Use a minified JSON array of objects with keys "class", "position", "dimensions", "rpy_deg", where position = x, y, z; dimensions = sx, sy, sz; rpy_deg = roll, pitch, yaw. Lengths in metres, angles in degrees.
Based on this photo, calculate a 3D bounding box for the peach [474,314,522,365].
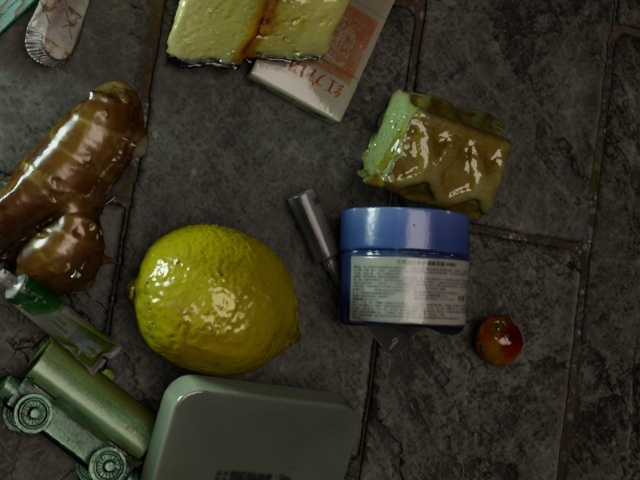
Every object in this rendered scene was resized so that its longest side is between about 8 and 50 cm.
[{"class":"peach","position":[0.362,0.206,2.148],"dimensions":[0.100,0.100,0.101],"rpy_deg":[1,88,-21]}]

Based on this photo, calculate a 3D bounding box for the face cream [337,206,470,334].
[{"class":"face cream","position":[0.155,0.058,1.987],"dimensions":[0.248,0.249,0.225],"rpy_deg":[6,84,-20]}]

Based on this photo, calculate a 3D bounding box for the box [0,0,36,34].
[{"class":"box","position":[-0.622,-0.455,1.822],"dimensions":[0.226,0.042,0.161],"rpy_deg":[44,75,-14]}]

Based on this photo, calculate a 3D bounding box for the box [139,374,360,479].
[{"class":"box","position":[-0.137,0.433,1.889],"dimensions":[0.372,0.090,0.367],"rpy_deg":[12,103,-27]}]

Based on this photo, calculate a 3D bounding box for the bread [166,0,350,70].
[{"class":"bread","position":[-0.082,-0.517,1.998],"dimensions":[0.345,0.242,0.405],"rpy_deg":[13,113,-11]}]

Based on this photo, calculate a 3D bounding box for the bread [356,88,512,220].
[{"class":"bread","position":[0.226,-0.171,2.056],"dimensions":[0.252,0.196,0.239],"rpy_deg":[24,84,-16]}]

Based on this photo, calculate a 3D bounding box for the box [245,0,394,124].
[{"class":"box","position":[0.017,-0.432,2.057],"dimensions":[0.204,0.051,0.365],"rpy_deg":[27,79,-17]}]

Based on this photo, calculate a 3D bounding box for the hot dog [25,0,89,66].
[{"class":"hot dog","position":[-0.462,-0.400,1.863],"dimensions":[0.108,0.059,0.191],"rpy_deg":[35,69,-53]}]

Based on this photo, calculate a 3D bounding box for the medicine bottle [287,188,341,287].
[{"class":"medicine bottle","position":[0.000,0.000,2.034],"dimensions":[0.057,0.057,0.199],"rpy_deg":[-26,98,-20]}]

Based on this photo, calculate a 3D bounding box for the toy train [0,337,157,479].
[{"class":"toy train","position":[-0.412,0.307,1.830],"dimensions":[0.307,0.126,0.189],"rpy_deg":[41,75,-14]}]

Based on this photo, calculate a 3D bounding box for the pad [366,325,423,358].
[{"class":"pad","position":[0.172,0.129,2.123],"dimensions":[0.190,0.004,0.127],"rpy_deg":[-43,102,-17]}]

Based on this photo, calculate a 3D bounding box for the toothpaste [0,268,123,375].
[{"class":"toothpaste","position":[-0.445,0.133,1.769],"dimensions":[0.078,0.047,0.248],"rpy_deg":[-43,117,4]}]

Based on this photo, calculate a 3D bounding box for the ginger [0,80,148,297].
[{"class":"ginger","position":[-0.421,-0.073,1.814],"dimensions":[0.254,0.176,0.418],"rpy_deg":[39,84,-13]}]

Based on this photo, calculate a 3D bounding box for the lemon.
[{"class":"lemon","position":[-0.181,0.106,1.852],"dimensions":[0.321,0.268,0.268],"rpy_deg":[12,84,-19]}]
